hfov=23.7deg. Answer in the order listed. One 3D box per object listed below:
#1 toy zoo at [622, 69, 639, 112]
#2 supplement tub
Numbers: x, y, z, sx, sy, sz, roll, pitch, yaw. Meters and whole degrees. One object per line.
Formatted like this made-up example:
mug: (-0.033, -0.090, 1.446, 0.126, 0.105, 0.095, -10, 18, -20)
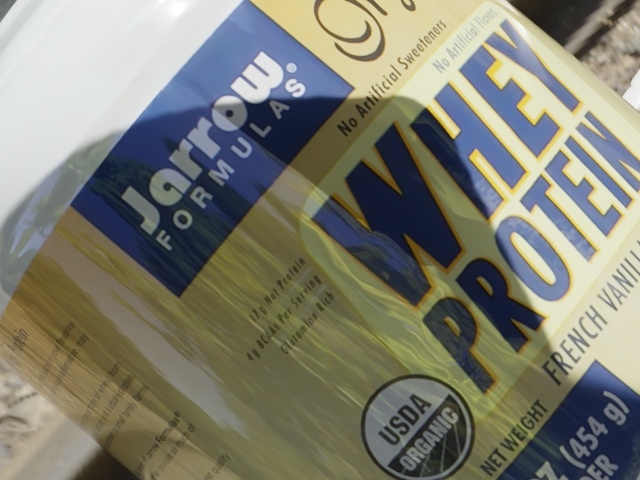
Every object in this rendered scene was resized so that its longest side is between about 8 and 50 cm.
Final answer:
toy zoo: (0.205, 0.021, 0.852, 0.192, 0.030, 0.293, 31, 84, 40)
supplement tub: (0.000, 0.000, 0.582, 0.316, 0.228, 0.228, 40, 95, 2)
